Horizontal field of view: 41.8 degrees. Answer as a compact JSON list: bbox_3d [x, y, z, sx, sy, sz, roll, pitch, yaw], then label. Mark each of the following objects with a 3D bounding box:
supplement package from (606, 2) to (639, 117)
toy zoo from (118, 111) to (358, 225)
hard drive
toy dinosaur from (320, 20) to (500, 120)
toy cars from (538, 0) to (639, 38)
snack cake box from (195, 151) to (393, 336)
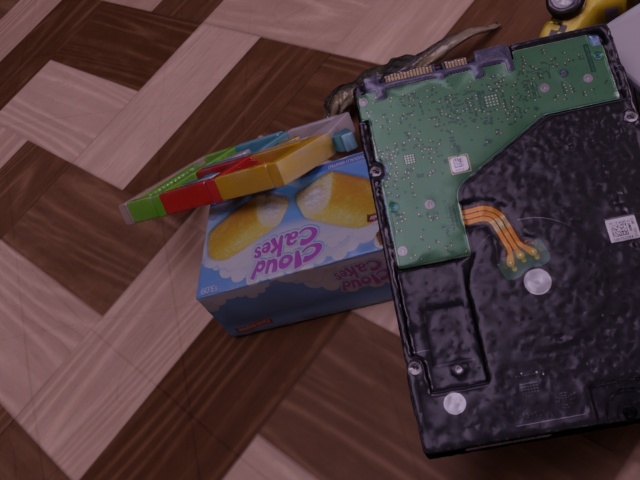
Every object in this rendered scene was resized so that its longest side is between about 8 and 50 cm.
[{"bbox_3d":[0.393,-0.139,0.771,0.194,0.149,0.203,-32,44,5],"label":"supplement package"},{"bbox_3d":[-0.084,-0.094,1.034,0.293,0.030,0.192,-12,18,33],"label":"toy zoo"},{"bbox_3d":[0.169,-0.005,0.711,0.237,0.064,0.338,-12,70,5],"label":"hard drive"},{"bbox_3d":[0.117,-0.205,1.070,0.268,0.064,0.118,-24,38,8],"label":"toy dinosaur"},{"bbox_3d":[0.353,-0.306,0.899,0.087,0.176,0.394,23,45,28],"label":"toy cars"},{"bbox_3d":[0.000,0.000,0.947,0.264,0.089,0.152,-16,46,20],"label":"snack cake box"}]
